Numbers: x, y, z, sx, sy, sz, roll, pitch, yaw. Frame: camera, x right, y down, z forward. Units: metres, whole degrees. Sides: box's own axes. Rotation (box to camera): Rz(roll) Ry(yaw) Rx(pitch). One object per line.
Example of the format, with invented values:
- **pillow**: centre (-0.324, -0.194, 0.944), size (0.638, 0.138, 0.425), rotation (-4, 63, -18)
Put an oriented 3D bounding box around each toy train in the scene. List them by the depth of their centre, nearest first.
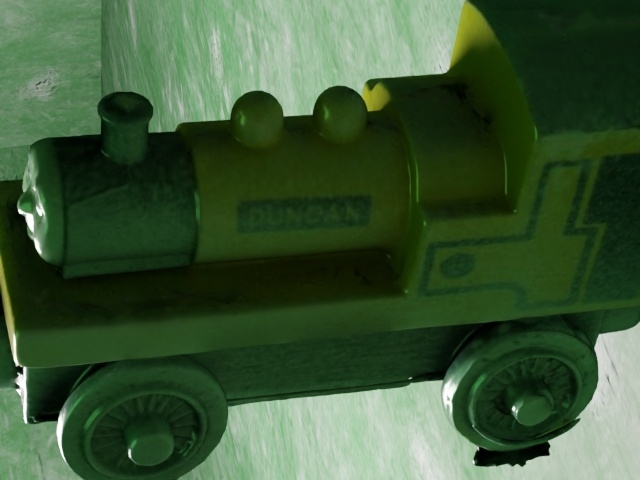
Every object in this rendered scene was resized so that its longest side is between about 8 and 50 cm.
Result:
- **toy train**: centre (0.000, 0.000, 0.892), size (0.150, 0.369, 0.237), rotation (-111, 22, -44)
